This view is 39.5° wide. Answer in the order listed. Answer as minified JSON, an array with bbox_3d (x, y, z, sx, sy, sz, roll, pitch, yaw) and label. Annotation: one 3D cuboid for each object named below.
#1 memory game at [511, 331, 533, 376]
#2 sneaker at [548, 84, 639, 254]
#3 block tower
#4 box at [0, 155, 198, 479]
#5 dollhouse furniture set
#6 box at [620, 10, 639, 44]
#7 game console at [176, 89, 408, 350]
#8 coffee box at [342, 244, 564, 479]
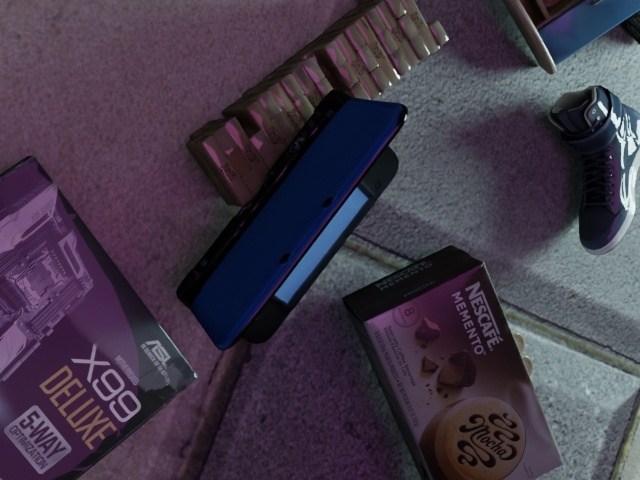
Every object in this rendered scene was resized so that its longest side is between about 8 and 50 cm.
[{"bbox_3d":[0.221,0.196,1.245,0.186,0.012,0.186,-2,95,-24],"label":"memory game"},{"bbox_3d":[0.375,-0.107,1.245,0.163,0.086,0.226,29,72,-35],"label":"sneaker"},{"bbox_3d":[-0.005,-0.179,1.066,0.335,0.091,0.097,-40,110,-18],"label":"block tower"},{"bbox_3d":[-0.316,0.102,0.947,0.242,0.076,0.307,-38,108,-18],"label":"box"},{"bbox_3d":[0.349,-0.314,1.062,0.198,0.303,0.286,-34,116,8],"label":"dollhouse furniture set"},{"bbox_3d":[0.442,-0.480,1.264,0.322,0.079,0.257,37,76,-23],"label":"box"},{"bbox_3d":[0.000,0.000,0.966,0.293,0.173,0.250,-52,143,-2],"label":"game console"},{"bbox_3d":[0.168,0.178,1.140,0.168,0.119,0.297,-25,104,-7],"label":"coffee box"}]
